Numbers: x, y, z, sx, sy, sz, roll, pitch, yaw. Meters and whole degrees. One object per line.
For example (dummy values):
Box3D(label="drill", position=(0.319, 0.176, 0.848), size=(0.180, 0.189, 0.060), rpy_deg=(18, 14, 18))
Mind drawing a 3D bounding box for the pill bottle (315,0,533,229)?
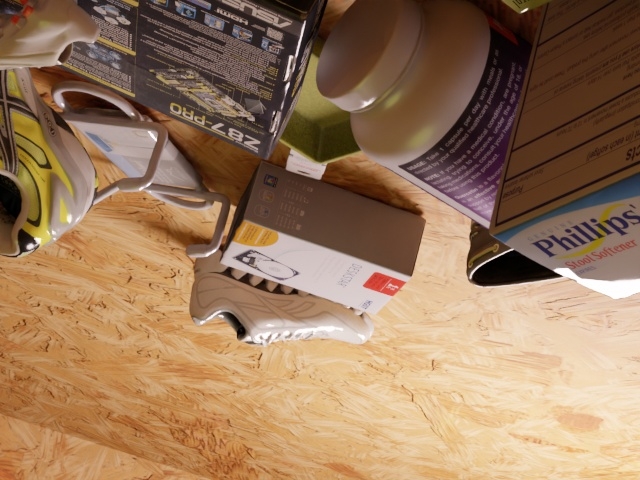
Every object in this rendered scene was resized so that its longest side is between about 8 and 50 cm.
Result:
Box3D(label="pill bottle", position=(0.158, -0.121, 1.465), size=(0.323, 0.181, 0.181), rpy_deg=(29, 153, -29))

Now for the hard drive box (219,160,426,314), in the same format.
Box3D(label="hard drive box", position=(0.000, 0.000, 1.956), size=(0.232, 0.089, 0.181), rpy_deg=(18, 157, -7))

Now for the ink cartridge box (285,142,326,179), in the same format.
Box3D(label="ink cartridge box", position=(-0.013, -0.108, 1.794), size=(0.048, 0.028, 0.083), rpy_deg=(17, 157, -2))

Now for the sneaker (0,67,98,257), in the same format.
Box3D(label="sneaker", position=(-0.399, -0.152, 1.667), size=(0.145, 0.147, 0.385), rpy_deg=(-23, 113, 33))

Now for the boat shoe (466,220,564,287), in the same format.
Box3D(label="boat shoe", position=(0.304, 0.002, 1.764), size=(0.305, 0.091, 0.109), rpy_deg=(-8, 148, 43))

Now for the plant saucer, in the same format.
Box3D(label="plant saucer", position=(-0.005, -0.163, 1.644), size=(0.188, 0.045, 0.188), rpy_deg=(32, 152, -32))

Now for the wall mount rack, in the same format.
Box3D(label="wall mount rack", position=(-0.296, -0.076, 1.906), size=(0.304, 0.130, 0.350), rpy_deg=(7, 158, 25))

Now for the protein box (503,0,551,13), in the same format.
Box3D(label="protein box", position=(0.166, -0.303, 1.105), size=(0.201, 0.136, 0.200), rpy_deg=(31, 152, -30))

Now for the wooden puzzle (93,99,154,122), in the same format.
Box3D(label="wooden puzzle", position=(-0.247, -0.156, 1.862), size=(0.083, 0.006, 0.049), rpy_deg=(13, 157, 6))

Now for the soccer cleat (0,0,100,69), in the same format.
Box3D(label="soccer cleat", position=(-0.290, -0.195, 1.456), size=(0.076, 0.068, 0.196), rpy_deg=(34, 154, -27))

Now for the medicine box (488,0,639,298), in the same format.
Box3D(label="medicine box", position=(0.297, -0.130, 1.218), size=(0.149, 0.289, 0.263), rpy_deg=(25, 155, -21))

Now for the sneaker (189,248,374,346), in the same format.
Box3D(label="sneaker", position=(-0.063, 0.114, 2.220), size=(0.292, 0.118, 0.110), rpy_deg=(19, 155, -11))

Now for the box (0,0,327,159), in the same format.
Box3D(label="box", position=(-0.194, -0.251, 1.439), size=(0.395, 0.097, 0.318), rpy_deg=(24, 155, 2))
